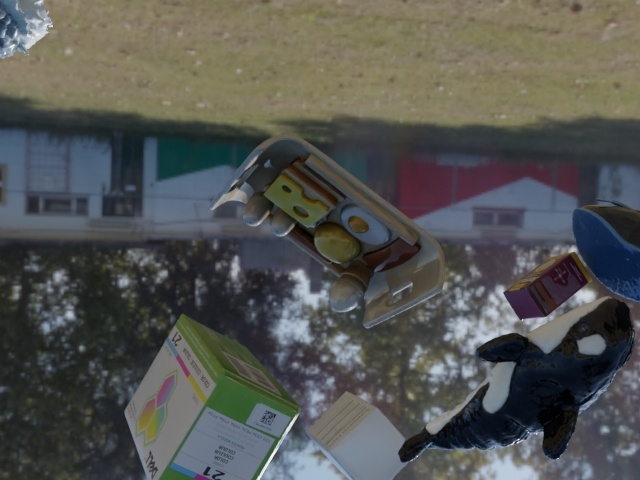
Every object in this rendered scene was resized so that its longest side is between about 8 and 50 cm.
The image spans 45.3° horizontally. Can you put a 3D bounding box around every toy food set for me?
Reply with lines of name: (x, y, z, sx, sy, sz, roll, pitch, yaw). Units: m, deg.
toy food set: (0.000, 0.000, 1.075, 0.306, 0.092, 0.220, 36, 150, -9)

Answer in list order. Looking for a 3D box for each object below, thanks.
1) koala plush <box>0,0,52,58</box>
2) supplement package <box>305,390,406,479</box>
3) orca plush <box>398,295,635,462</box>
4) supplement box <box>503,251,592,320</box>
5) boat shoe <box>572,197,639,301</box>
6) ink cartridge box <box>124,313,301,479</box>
koala plush: (-0.251, -0.157, 0.349, 0.196, 0.221, 0.203, -23, -154, -7)
supplement package: (0.062, 0.330, 1.260, 0.105, 0.105, 0.179, -41, -173, -12)
orca plush: (0.206, 0.176, 0.787, 0.287, 0.102, 0.151, -31, 132, 19)
supplement box: (0.269, 0.055, 0.911, 0.083, 0.043, 0.055, -34, -178, -20)
boat shoe: (0.364, 0.021, 0.820, 0.089, 0.109, 0.258, -18, -155, -6)
ink cartridge box: (-0.151, 0.229, 0.792, 0.097, 0.255, 0.189, 33, 178, -25)
